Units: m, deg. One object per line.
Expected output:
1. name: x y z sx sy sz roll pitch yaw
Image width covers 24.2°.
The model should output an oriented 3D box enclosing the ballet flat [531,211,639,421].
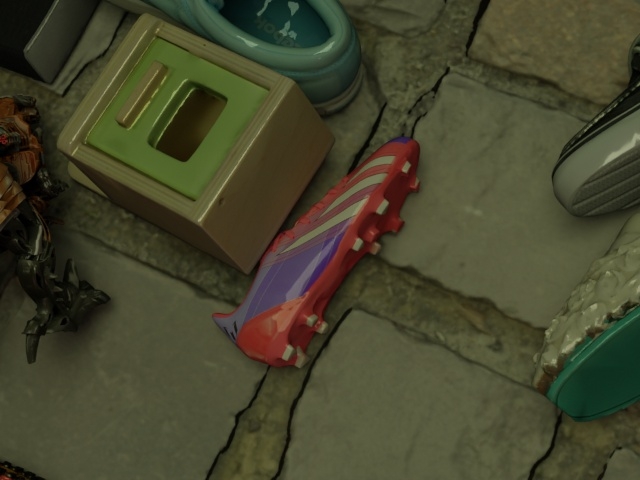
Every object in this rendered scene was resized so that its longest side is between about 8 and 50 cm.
1. ballet flat: 0.342 0.006 1.278 0.409 0.147 0.147 -31 72 -2

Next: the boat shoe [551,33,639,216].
1. boat shoe: 0.328 -0.143 1.322 0.335 0.121 0.119 -32 64 -11

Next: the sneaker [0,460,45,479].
1. sneaker: -0.356 0.223 1.346 0.225 0.088 0.092 21 85 17

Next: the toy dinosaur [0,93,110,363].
1. toy dinosaur: -0.311 -0.011 1.325 0.164 0.218 0.322 7 34 27

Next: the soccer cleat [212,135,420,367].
1. soccer cleat: 0.000 0.000 1.350 0.095 0.083 0.248 31 85 21

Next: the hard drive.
1. hard drive: -0.290 -0.299 1.491 0.172 0.054 0.254 21 79 14

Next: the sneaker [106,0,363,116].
1. sneaker: -0.110 -0.261 1.374 0.366 0.150 0.135 31 75 6

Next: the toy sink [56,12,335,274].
1. toy sink: -0.134 -0.100 1.346 0.234 0.131 0.152 28 79 28
